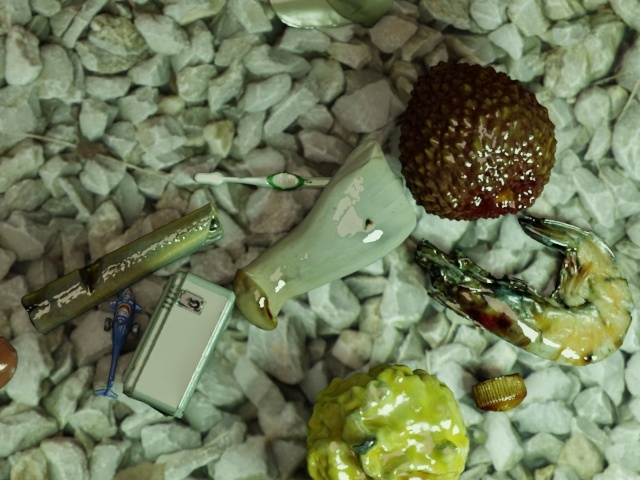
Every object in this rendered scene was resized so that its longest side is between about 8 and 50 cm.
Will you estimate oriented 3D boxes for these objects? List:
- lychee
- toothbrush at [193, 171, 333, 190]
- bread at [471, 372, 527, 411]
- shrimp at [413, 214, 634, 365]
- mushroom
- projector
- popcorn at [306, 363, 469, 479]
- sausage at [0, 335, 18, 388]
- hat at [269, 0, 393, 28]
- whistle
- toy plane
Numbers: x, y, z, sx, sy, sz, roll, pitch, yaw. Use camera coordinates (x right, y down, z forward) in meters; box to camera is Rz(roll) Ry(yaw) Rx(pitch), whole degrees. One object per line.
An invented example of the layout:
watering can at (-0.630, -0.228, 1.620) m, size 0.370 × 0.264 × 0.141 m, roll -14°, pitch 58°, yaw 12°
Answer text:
lychee at (0.228, -0.160, 1.727) m, size 0.272 × 0.271 × 0.271 m, roll 1°, pitch 83°, yaw -6°
toothbrush at (-0.048, -0.092, 1.788) m, size 0.304 × 0.030 × 0.030 m, roll 2°, pitch 83°, yaw -6°
bread at (0.279, 0.240, 1.756) m, size 0.085 × 0.085 × 0.053 m, roll -14°, pitch 78°, yaw -8°
shrimp at (0.330, 0.057, 1.798) m, size 0.365 × 0.071 × 0.233 m, roll 26°, pitch 72°, yaw -2°
mushroom at (0.000, 0.000, 1.743) m, size 0.329 × 0.122 × 0.159 m, roll -37°, pitch 80°, yaw -6°
projector at (-0.204, 0.151, 1.626) m, size 0.099 × 0.256 × 0.191 m, roll 24°, pitch 82°, yaw -2°
popcorn at (0.095, 0.292, 1.660) m, size 0.249 × 0.225 × 0.249 m, roll 1°, pitch 73°, yaw -5°
sausage at (-0.529, 0.222, 1.677) m, size 0.194 × 0.077 × 0.077 m, roll -45°, pitch 89°, yaw -8°
hat at (0.013, -0.418, 1.792) m, size 0.173 × 0.144 × 0.166 m, roll -13°, pitch 82°, yaw -30°
whistle at (-0.298, 0.041, 1.731) m, size 0.327 × 0.057 × 0.068 m, roll -28°, pitch 131°, yaw -9°
toy plane at (-0.307, 0.153, 1.716) m, size 0.054 × 0.062 × 0.167 m, roll 12°, pitch 92°, yaw -5°
